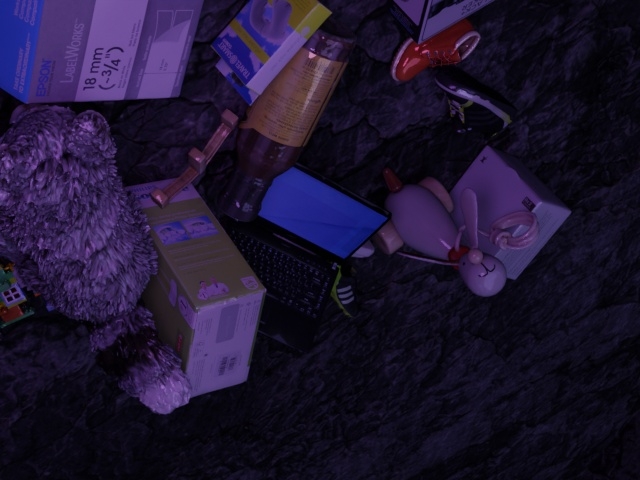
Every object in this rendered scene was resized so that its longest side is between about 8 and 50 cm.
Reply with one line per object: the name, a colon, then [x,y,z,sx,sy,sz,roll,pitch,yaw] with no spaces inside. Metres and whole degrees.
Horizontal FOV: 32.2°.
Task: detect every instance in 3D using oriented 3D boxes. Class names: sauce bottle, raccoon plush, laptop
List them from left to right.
raccoon plush: [-0.277,0.010,1.481,0.216,0.446,0.299,-45,-178,-19]
sauce bottle: [-0.064,-0.185,1.711,0.111,0.111,0.344,5,123,-43]
laptop: [-0.042,0.031,1.871,0.234,0.136,0.264,27,75,-25]

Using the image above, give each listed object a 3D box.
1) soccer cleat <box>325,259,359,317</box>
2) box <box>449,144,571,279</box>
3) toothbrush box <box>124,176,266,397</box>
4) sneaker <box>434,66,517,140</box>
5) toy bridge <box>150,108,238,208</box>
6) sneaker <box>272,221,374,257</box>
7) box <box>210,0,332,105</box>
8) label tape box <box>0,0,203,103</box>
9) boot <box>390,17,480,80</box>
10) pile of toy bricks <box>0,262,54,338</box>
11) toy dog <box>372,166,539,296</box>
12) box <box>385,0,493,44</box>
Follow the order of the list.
soccer cleat: [0.047,0.091,2.152,0.072,0.060,0.179,-38,141,-2]
box: [0.349,-0.053,2.146,0.119,0.181,0.182,15,119,-47]
toothbrush box: [-0.213,0.070,1.720,0.122,0.283,0.206,-14,137,-30]
sneaker: [0.267,-0.229,1.972,0.235,0.084,0.097,18,118,-49]
toy bridge: [-0.190,-0.123,1.709,0.188,0.026,0.063,-50,174,-15]
sneaker: [0.000,0.000,2.010,0.212,0.080,0.094,19,124,-37]
box: [-0.079,-0.295,1.590,0.178,0.109,0.042,-47,147,12]
label tape box: [-0.318,-0.297,1.392,0.334,0.106,0.240,-8,133,-35]
boot: [0.188,-0.308,1.823,0.158,0.084,0.059,-41,145,7]
pile of toy bricks: [-0.484,0.077,1.669,0.212,0.118,0.105,-26,110,-2]
toy dog: [0.203,-0.035,1.977,0.220,0.334,0.161,-52,131,-24]
box: [0.201,-0.435,1.616,0.169,0.087,0.290,-32,161,-20]
